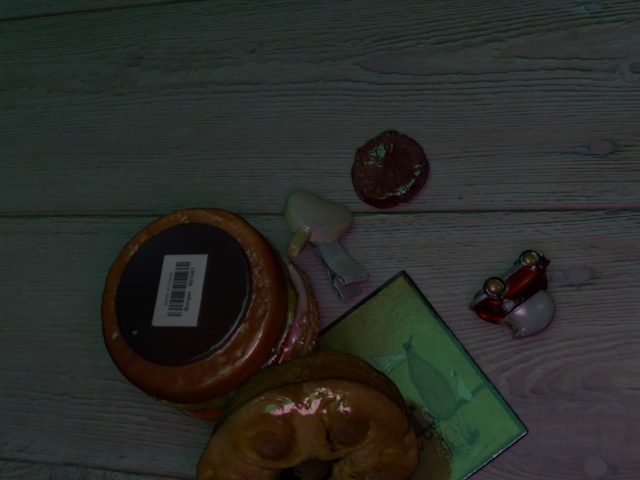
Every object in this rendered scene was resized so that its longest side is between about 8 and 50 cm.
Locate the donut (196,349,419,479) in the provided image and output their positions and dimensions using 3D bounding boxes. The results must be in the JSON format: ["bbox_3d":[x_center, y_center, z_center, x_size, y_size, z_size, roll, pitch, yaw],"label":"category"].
[{"bbox_3d":[-0.017,0.309,1.206,0.317,0.299,0.150,-12,28,3],"label":"donut"}]

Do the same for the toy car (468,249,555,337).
[{"bbox_3d":[0.313,0.092,1.288,0.139,0.112,0.112,-37,76,-9],"label":"toy car"}]

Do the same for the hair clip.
[{"bbox_3d":[-0.002,-0.001,1.425,0.219,0.159,0.071,57,137,28],"label":"hair clip"}]

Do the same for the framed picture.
[{"bbox_3d":[0.128,0.245,1.332,0.255,0.014,0.339,-37,61,2],"label":"framed picture"}]

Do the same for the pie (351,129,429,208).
[{"bbox_3d":[0.120,-0.128,1.477,0.153,0.038,0.154,-8,64,18],"label":"pie"}]

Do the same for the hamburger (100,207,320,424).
[{"bbox_3d":[-0.171,0.129,1.353,0.329,0.250,0.330,-7,67,16],"label":"hamburger"}]
